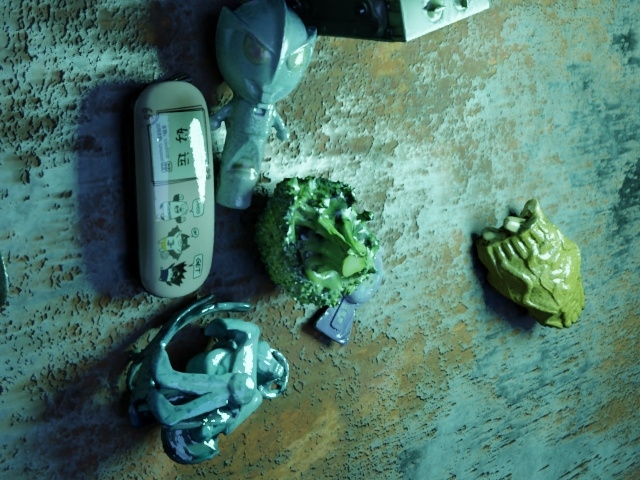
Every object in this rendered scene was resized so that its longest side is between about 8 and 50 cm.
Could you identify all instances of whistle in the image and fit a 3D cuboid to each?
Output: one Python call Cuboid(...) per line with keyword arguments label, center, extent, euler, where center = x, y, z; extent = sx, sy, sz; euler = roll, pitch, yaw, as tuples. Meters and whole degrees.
Cuboid(label="whistle", center=(-0.097, -0.219, 1.410), extent=(0.142, 0.133, 0.346), euler=(-3, 112, -47))

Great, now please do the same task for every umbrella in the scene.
Cuboid(label="umbrella", center=(-0.213, -0.222, 1.361), extent=(0.083, 0.020, 0.031), euler=(-24, 156, -38))

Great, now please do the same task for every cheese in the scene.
Cuboid(label="cheese", center=(0.059, 0.088, 1.685), extent=(0.105, 0.042, 0.191), euler=(35, 79, -42))

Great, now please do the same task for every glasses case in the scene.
Cuboid(label="glasses case", center=(-0.213, -0.070, 1.359), extent=(0.122, 0.075, 0.314), euler=(-14, 110, -44))

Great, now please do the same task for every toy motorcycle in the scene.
Cuboid(label="toy motorcycle", center=(-0.169, 0.201, 1.437), extent=(0.260, 0.154, 0.206), euler=(-39, 102, -39))

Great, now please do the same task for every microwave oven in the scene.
Cuboid(label="microwave oven", center=(0.066, -0.483, 1.371), extent=(0.218, 0.286, 0.355), euler=(-29, 121, -34))

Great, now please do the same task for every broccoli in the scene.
Cuboid(label="broccoli", center=(-0.003, -0.002, 1.508), extent=(0.198, 0.176, 0.226), euler=(-44, 163, -24))

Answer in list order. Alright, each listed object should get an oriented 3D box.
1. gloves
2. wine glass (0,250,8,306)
Cuboid(label="gloves", center=(0.461, 0.052, 1.983), extent=(0.356, 0.155, 0.203), euler=(42, 68, -38))
Cuboid(label="wine glass", center=(-0.493, 0.057, 1.106), extent=(0.231, 0.103, 0.103), euler=(-14, 110, -38))
